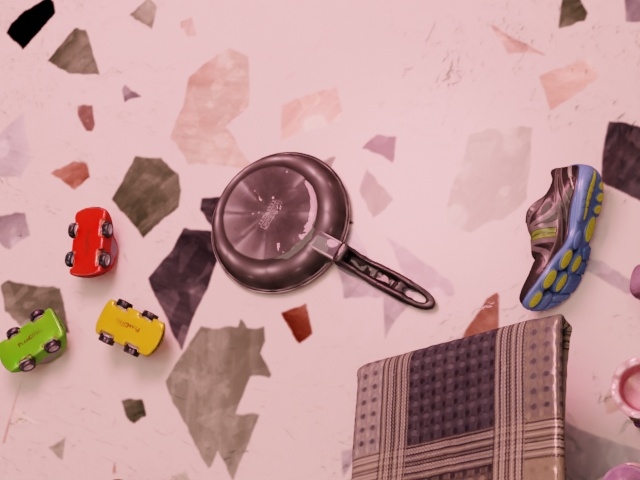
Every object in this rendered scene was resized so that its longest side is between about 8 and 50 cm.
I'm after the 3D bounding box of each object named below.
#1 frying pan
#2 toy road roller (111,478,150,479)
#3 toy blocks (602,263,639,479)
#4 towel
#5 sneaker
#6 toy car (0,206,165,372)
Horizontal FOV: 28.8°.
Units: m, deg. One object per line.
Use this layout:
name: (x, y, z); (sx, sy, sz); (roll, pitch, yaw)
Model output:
frying pan: (-0.024, 0.017, 1.591); (0.197, 0.053, 0.326); (-39, 61, 5)
toy road roller: (-0.246, 0.470, 1.462); (0.202, 0.241, 0.329); (-26, 29, 10)
toy blocks: (0.435, 0.154, 1.259); (0.288, 0.260, 0.309); (6, 75, 22)
towel: (0.149, 0.260, 1.360); (0.312, 0.056, 0.324); (-20, 53, 41)
sneaker: (0.279, -0.003, 1.485); (0.078, 0.067, 0.188); (11, 77, 44)
toy car: (-0.329, 0.101, 1.666); (0.225, 0.053, 0.239); (-34, 64, 6)
